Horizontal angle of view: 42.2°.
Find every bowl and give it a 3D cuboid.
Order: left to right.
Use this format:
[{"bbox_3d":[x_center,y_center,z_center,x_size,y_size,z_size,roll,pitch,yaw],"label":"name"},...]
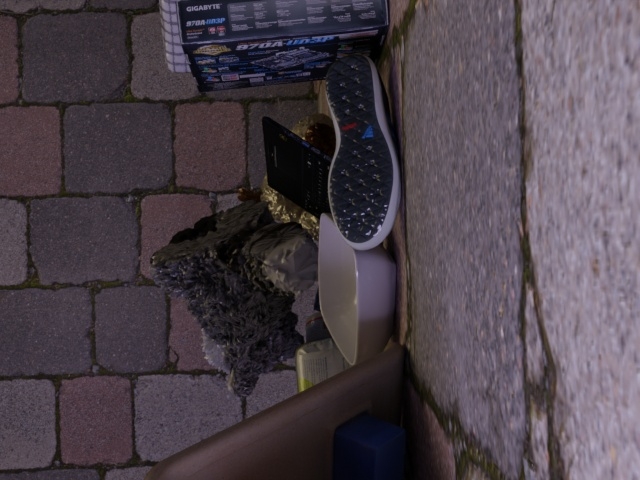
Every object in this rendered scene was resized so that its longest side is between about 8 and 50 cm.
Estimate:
[{"bbox_3d":[0.041,0.049,0.894,0.142,0.053,0.142,-125,33,-62],"label":"bowl"}]

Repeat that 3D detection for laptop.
[{"bbox_3d":[0.000,0.000,1.092,0.136,0.264,0.234,-54,-9,-15],"label":"laptop"}]

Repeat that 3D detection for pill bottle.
[{"bbox_3d":[0.019,0.208,1.424,0.087,0.087,0.160,92,176,-62],"label":"pill bottle"}]

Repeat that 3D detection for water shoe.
[{"bbox_3d":[0.052,-0.086,0.827,0.080,0.073,0.203,27,-123,-62],"label":"water shoe"}]

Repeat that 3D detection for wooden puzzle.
[{"bbox_3d":[-0.006,0.286,0.709,0.348,0.080,0.322,-19,-65,-52],"label":"wooden puzzle"}]

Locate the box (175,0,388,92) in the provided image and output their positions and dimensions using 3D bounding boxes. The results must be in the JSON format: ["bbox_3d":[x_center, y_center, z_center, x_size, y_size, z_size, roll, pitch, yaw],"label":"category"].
[{"bbox_3d":[-0.041,-0.223,0.934,0.175,0.220,0.051,102,161,-84],"label":"box"}]

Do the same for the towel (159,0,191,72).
[{"bbox_3d":[-0.083,-0.348,1.166,0.235,0.283,0.121,92,177,-47],"label":"towel"}]

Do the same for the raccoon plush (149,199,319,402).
[{"bbox_3d":[-0.095,0.128,1.243,0.299,0.216,0.446,66,170,-18],"label":"raccoon plush"}]

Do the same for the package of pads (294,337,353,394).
[{"bbox_3d":[0.020,0.255,1.206,0.296,0.101,0.229,110,155,-83],"label":"package of pads"}]

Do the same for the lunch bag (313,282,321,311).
[{"bbox_3d":[0.026,0.099,1.515,0.098,0.065,0.067,93,-169,-79],"label":"lunch bag"}]

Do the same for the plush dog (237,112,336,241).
[{"bbox_3d":[-0.033,-0.148,1.661,0.262,0.210,0.225,-97,30,-75],"label":"plush dog"}]
